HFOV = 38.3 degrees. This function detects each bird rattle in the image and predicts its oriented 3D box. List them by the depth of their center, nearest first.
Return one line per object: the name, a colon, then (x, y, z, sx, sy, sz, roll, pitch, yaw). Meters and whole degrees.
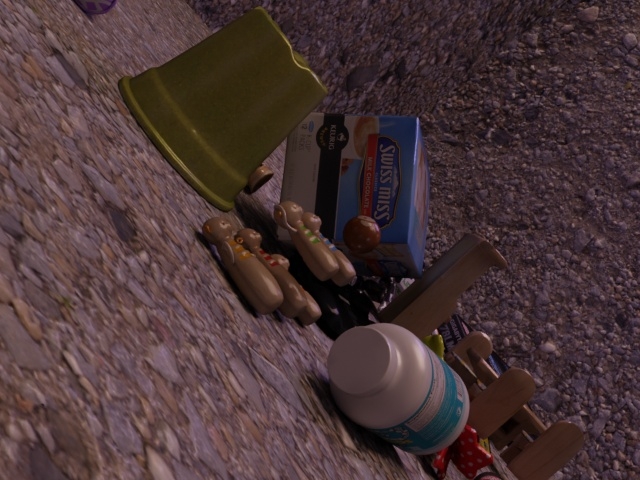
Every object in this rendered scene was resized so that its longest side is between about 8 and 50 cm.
bird rattle: (0.198, 0.294, 1.593, 0.253, 0.143, 0.207, 57, -9, 13)

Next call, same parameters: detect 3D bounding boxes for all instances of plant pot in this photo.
plant pot: (-0.137, -0.230, 1.492, 0.276, 0.254, 0.276, 52, 7, -9)

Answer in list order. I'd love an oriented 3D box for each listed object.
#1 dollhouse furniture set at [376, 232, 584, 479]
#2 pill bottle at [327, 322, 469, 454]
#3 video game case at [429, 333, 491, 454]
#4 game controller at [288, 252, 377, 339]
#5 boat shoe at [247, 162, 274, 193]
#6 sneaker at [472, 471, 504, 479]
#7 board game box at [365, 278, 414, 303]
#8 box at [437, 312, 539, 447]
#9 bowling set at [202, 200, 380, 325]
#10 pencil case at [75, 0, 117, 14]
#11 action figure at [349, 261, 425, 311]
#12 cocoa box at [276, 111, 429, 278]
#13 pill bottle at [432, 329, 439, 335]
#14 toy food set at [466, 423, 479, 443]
dollhouse furniture set: (0.340, 0.217, 1.805, 0.394, 0.256, 0.362, 47, 2, -5)
pill bottle: (0.105, 0.206, 1.303, 0.146, 0.146, 0.264, 57, 8, 36)
video game case: (0.299, 0.349, 2.107, 0.248, 0.035, 0.275, 50, 18, -14)
game controller: (0.036, 0.127, 1.681, 0.319, 0.067, 0.166, 39, 29, -61)
boat shoe: (-0.133, -0.135, 1.859, 0.059, 0.063, 0.170, 49, -2, -4)
sneaker: (0.355, 0.524, 1.569, 0.270, 0.090, 0.145, 49, 8, 3)
board game box: (0.132, 0.056, 2.202, 0.193, 0.053, 0.305, 17, -29, 50)
box: (0.417, 0.360, 2.223, 0.293, 0.073, 0.295, 44, 18, -34)
bowling set: (-0.024, 0.003, 1.327, 0.154, 0.200, 0.287, 53, 3, 16)
pencil case: (-0.408, -0.468, 1.666, 0.088, 0.086, 0.206, 20, 18, -20)
action figure: (0.112, 0.083, 2.023, 0.164, 0.141, 0.275, 24, -27, -12)
cocoa box: (0.076, -0.071, 1.692, 0.347, 0.228, 0.231, 51, 44, -74)
pill bottle: (0.279, 0.260, 2.423, 0.086, 0.086, 0.152, 55, 7, 20)
toy food set: (0.303, 0.415, 1.952, 0.122, 0.019, 0.078, 14, 55, -54)
